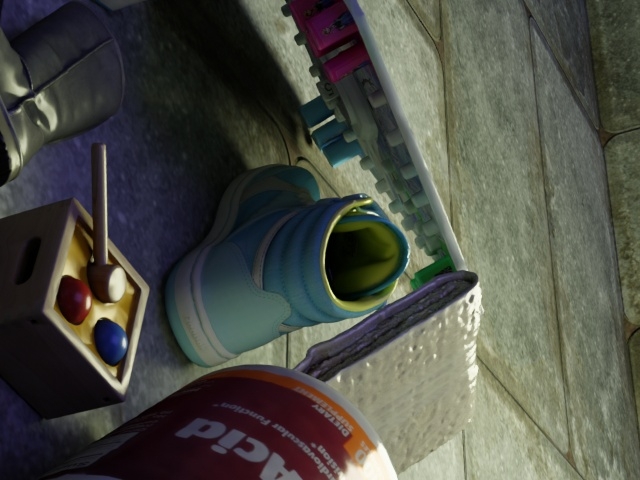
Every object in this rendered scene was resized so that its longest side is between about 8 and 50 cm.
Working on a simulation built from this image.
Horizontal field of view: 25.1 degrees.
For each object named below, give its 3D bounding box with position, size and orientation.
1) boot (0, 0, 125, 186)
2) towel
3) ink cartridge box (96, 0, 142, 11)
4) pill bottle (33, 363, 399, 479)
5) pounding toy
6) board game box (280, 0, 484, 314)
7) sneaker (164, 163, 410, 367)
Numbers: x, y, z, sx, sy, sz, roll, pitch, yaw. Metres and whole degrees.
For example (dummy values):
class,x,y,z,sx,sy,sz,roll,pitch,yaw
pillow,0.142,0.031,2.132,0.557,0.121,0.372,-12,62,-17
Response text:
class,x,y,z,sx,sy,sz,roll,pitch,yaw
boot,-0.224,-0.150,1.097,0.208,0.076,0.190,-49,136,-56
towel,0.041,0.159,1.323,0.282,0.049,0.187,-28,135,-32
ink cartridge box,-0.178,-0.294,1.273,0.092,0.090,0.143,31,48,-60
pill bottle,-0.103,0.233,0.944,0.392,0.224,0.224,-28,103,-68
pounding toy,-0.181,0.030,1.051,0.130,0.100,0.141,56,29,-40
board game box,0.013,-0.151,1.426,0.390,0.050,0.390,65,-4,-39
sneaker,0.000,0.000,1.355,0.127,0.208,0.319,64,25,-21
